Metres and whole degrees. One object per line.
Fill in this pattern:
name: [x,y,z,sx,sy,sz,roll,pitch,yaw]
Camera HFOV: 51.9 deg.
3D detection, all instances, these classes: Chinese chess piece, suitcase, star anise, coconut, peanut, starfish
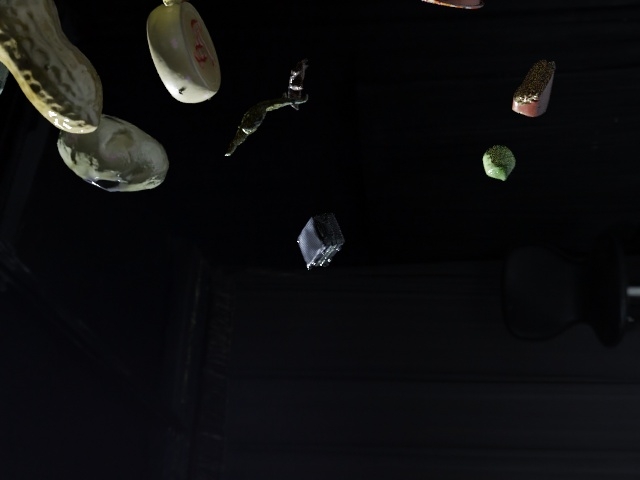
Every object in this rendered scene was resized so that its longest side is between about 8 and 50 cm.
Chinese chess piece: [-0.363,-0.505,1.770,0.273,0.102,0.273,-13,-90,-78]
suitcase: [0.000,0.000,1.410,0.086,0.059,0.126,67,149,20]
star anise: [-0.063,-0.423,1.765,0.141,0.042,0.141,-169,90,-85]
coconut: [0.475,-0.205,1.746,0.088,0.087,0.096,48,-154,-81]
peanut: [-0.470,-0.318,1.094,0.313,0.149,0.149,58,-161,-21]
starfish: [-0.127,-0.247,1.336,0.208,0.176,0.053,-42,-76,-32]

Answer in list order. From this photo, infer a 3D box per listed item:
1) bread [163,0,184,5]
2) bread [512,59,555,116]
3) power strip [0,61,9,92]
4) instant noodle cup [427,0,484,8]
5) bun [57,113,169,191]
bread: [-0.287,-0.699,1.544,0.168,0.163,0.264,-48,-42,-51]
bread: [0.586,-0.396,1.803,0.067,0.119,0.192,43,173,26]
power strip: [-0.646,-0.419,1.341,0.059,0.193,0.265,22,-116,-34]
instant noodle cup: [0.248,-0.614,1.360,0.250,0.250,0.192,-80,3,-59]
bun: [-0.514,-0.205,1.607,0.273,0.272,0.168,65,-136,-75]
